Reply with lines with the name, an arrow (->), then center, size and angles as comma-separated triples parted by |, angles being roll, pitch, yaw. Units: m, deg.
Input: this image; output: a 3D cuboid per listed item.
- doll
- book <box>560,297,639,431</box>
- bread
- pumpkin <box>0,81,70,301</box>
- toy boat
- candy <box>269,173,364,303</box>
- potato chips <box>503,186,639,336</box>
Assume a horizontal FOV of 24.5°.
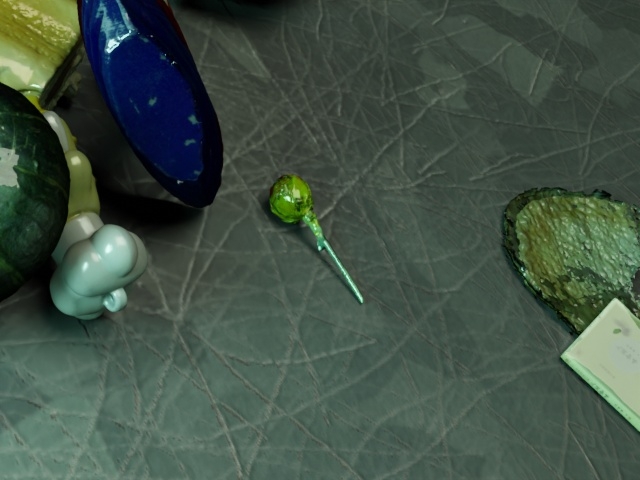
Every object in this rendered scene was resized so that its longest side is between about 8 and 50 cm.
doll -> -0.175, -0.019, 1.005 | 0.062, 0.106, 0.162 | -18, 68, -35
book -> 0.267, 0.110, 1.245 | 0.111, 0.014, 0.077 | 44, 62, 10
bread -> -0.258, -0.150, 1.090 | 0.173, 0.085, 0.134 | 32, 46, -7
pumpkin -> -0.242, -0.030, 0.925 | 0.167, 0.167, 0.125 | 52, 12, 20
toy boat -> -0.127, -0.131, 1.153 | 0.318, 0.072, 0.219 | -101, 171, -83
candy -> 0.000, 0.000, 1.180 | 0.035, 0.035, 0.123 | -28, 78, -38
potato chips -> 0.262, 0.034, 1.340 | 0.202, 0.029, 0.220 | -8, 52, -40
